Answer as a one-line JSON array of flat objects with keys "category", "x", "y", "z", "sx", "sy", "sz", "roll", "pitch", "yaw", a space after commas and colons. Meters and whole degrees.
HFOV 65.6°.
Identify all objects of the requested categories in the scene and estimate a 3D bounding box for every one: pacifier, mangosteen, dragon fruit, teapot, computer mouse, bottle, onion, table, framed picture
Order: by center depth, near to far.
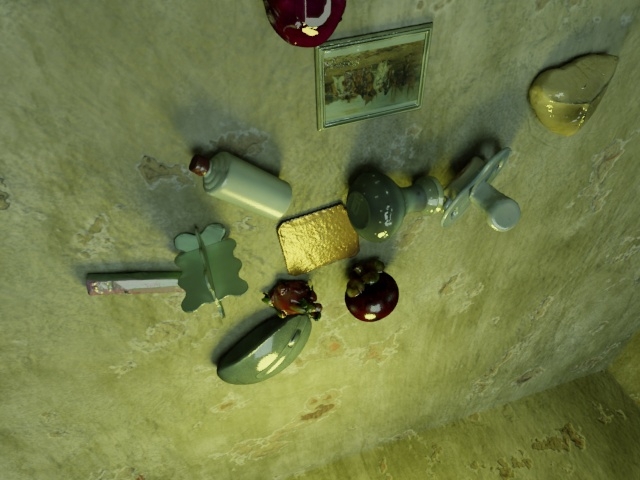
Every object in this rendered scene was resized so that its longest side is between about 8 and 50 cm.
[{"category": "onion", "x": -0.045, "y": -0.428, "z": 0.867, "sx": 0.198, "sy": 0.135, "sz": 0.173, "roll": 0, "pitch": 130, "yaw": -23}, {"category": "framed picture", "x": 0.119, "y": -0.357, "z": 1.107, "sx": 0.274, "sy": 0.017, "sz": 0.217, "roll": -16, "pitch": 138, "yaw": -10}, {"category": "bottle", "x": -0.184, "y": -0.130, "z": 1.131, "sx": 0.245, "sy": 0.104, "sz": 0.104, "roll": 22, "pitch": 121, "yaw": -40}, {"category": "table", "x": -0.274, "y": 0.082, "z": 1.232, "sx": 0.166, "sy": 0.198, "sz": 0.167, "roll": -13, "pitch": 137, "yaw": -12}, {"category": "teapot", "x": 0.199, "y": -0.100, "z": 1.309, "sx": 0.250, "sy": 0.183, "sz": 0.184, "roll": -14, "pitch": 139, "yaw": -30}, {"category": "pacifier", "x": 0.460, "y": -0.114, "z": 1.368, "sx": 0.279, "sy": 0.207, "sz": 0.227, "roll": -47, "pitch": 156, "yaw": 2}, {"category": "dragon fruit", "x": -0.072, "y": 0.180, "z": 1.511, "sx": 0.142, "sy": 0.175, "sz": 0.138, "roll": -51, "pitch": 152, "yaw": -16}, {"category": "mangosteen", "x": 0.154, "y": 0.154, "z": 1.549, "sx": 0.199, "sy": 0.200, "sz": 0.200, "roll": -13, "pitch": 137, "yaw": -13}, {"category": "computer mouse", "x": -0.179, "y": 0.379, "z": 1.649, "sx": 0.374, "sy": 0.114, "sz": 0.203, "roll": -39, "pitch": 136, "yaw": 14}]

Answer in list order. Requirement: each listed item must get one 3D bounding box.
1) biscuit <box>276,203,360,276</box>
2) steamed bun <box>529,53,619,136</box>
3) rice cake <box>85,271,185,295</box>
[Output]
[{"category": "biscuit", "x": 0.000, "y": 0.000, "z": 1.420, "sx": 0.232, "sy": 0.013, "sz": 0.237, "roll": -18, "pitch": 139, "yaw": -7}, {"category": "steamed bun", "x": 0.645, "y": -0.363, "z": 1.286, "sx": 0.212, "sy": 0.110, "sz": 0.231, "roll": -5, "pitch": 132, "yaw": -20}, {"category": "rice cake", "x": -0.454, "y": 0.120, "z": 1.297, "sx": 0.290, "sy": 0.051, "sz": 0.081, "roll": 2, "pitch": 132, "yaw": -26}]
